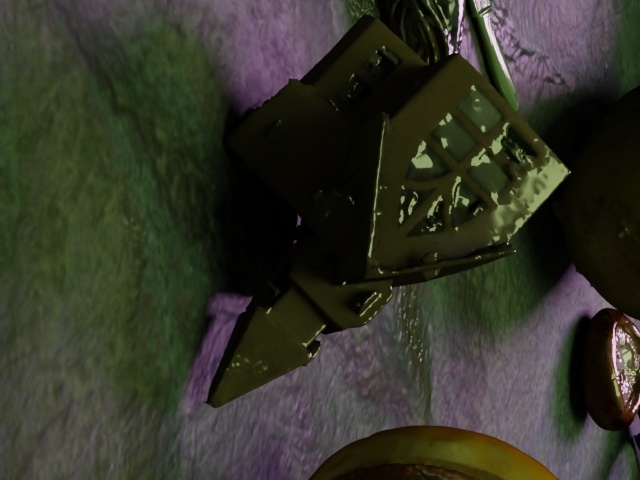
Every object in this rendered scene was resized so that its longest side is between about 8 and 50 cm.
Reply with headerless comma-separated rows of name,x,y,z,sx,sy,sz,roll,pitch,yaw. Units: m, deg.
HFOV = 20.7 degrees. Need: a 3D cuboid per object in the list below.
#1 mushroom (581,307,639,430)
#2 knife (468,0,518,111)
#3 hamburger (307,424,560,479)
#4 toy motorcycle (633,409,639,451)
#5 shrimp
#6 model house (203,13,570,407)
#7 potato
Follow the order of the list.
mushroom,0.289,0.128,1.740,0.123,0.052,0.123,20,67,-62
knife,0.137,-0.184,1.451,0.030,0.014,0.207,-64,144,-34
hamburger,0.068,0.248,1.111,0.170,0.246,0.246,-54,139,-58
toy motorcycle,0.426,0.269,1.890,0.212,0.125,0.358,-106,169,-53
shrimp,0.052,-0.182,1.253,0.169,0.058,0.296,-28,118,-45
model house,0.000,0.000,1.101,0.176,0.181,0.248,45,74,-6
potato,0.353,-0.047,1.653,0.359,0.270,0.219,-74,154,-74
